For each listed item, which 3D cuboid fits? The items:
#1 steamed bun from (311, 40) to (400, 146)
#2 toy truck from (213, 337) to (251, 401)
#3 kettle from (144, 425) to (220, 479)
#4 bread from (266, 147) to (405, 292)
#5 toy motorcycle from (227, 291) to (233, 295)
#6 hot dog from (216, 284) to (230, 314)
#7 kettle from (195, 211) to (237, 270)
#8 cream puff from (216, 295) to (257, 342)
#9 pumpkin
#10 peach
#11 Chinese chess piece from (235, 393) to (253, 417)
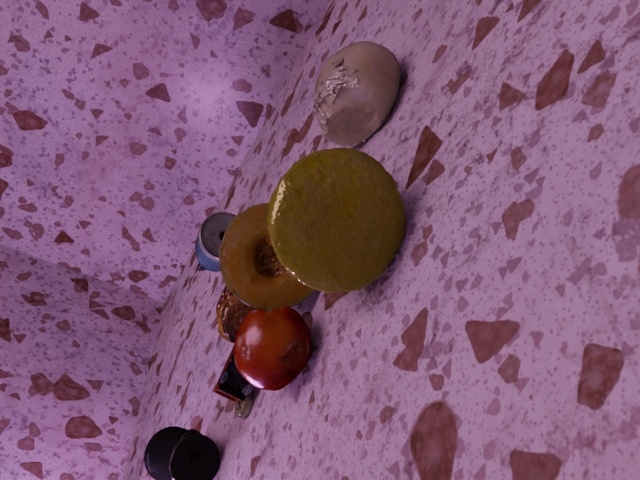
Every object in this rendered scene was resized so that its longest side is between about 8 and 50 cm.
[{"bbox_3d":[0.099,-0.500,1.862,0.334,0.233,0.312,-42,32,46],"label":"steamed bun"},{"bbox_3d":[-0.266,0.411,1.915,0.114,0.107,0.253,-39,24,56],"label":"toy truck"},{"bbox_3d":[-0.496,0.799,1.992,0.308,0.203,0.262,-24,44,57],"label":"kettle"},{"bbox_3d":[0.016,-0.044,1.441,0.348,0.348,0.308,-69,15,-8],"label":"bread"},{"bbox_3d":[-0.236,0.092,2.110,0.326,0.221,0.148,-49,62,42],"label":"toy motorcycle"},{"bbox_3d":[-0.318,0.179,2.337,0.158,0.117,0.349,2,67,65],"label":"hot dog"},{"bbox_3d":[-0.481,0.019,2.816,0.319,0.247,0.342,-42,-3,-30],"label":"kettle"},{"bbox_3d":[-0.299,0.291,2.097,0.189,0.189,0.129,-68,15,-4],"label":"cream puff"},{"bbox_3d":[-0.159,0.056,1.802,0.199,0.332,0.332,143,148,-81],"label":"pumpkin"},{"bbox_3d":[-0.130,0.308,1.613,0.243,0.199,0.244,-6,78,28],"label":"peach"},{"bbox_3d":[-0.257,0.551,1.891,0.084,0.034,0.084,-50,27,37],"label":"Chinese chess piece"}]
